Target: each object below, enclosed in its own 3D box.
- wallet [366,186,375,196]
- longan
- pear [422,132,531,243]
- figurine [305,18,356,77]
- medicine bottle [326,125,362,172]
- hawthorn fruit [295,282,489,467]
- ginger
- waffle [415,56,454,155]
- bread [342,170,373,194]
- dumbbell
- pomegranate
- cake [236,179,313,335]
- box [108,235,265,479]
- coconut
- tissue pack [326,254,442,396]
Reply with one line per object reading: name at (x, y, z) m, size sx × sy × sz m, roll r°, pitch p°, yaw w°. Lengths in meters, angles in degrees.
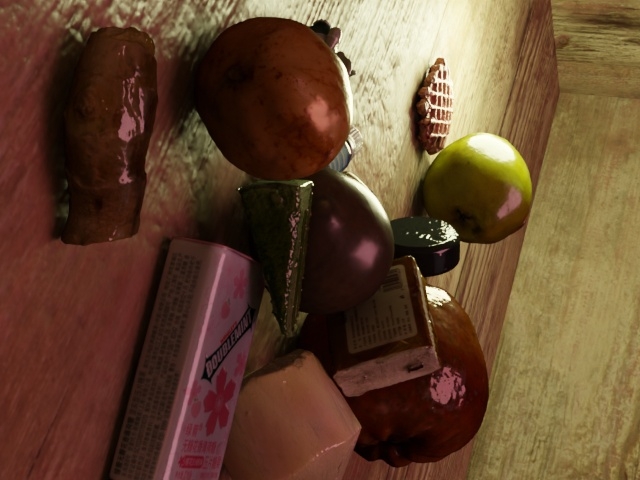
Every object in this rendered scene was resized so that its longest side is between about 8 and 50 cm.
wallet at (0.078, -0.074, 2.035) m, size 0.196 × 0.020 × 0.103 m, roll 24°, pitch 76°, yaw -67°
longan at (0.000, 0.000, 1.580) m, size 0.258 × 0.258 × 0.258 m, roll 9°, pitch 90°, yaw -68°
pear at (0.416, -0.155, 2.484) m, size 0.375 × 0.287 × 0.287 m, roll -70°, pitch 156°, yaw -43°
figurine at (-0.005, -0.294, 1.622) m, size 0.126 × 0.147 × 0.193 m, roll 45°, pitch 35°, yaw -41°
medicine bottle at (0.013, -0.159, 1.765) m, size 0.203 × 0.083 × 0.084 m, roll -47°, pitch 140°, yaw -55°
hawthorn fruit at (0.143, 0.241, 1.875) m, size 0.403 × 0.402 × 0.403 m, roll 9°, pitch 90°, yaw -68°
ginger at (-0.252, -0.122, 1.115) m, size 0.109 × 0.116 × 0.263 m, roll 4°, pitch 103°, yaw -27°
waffle at (0.300, -0.338, 2.426) m, size 0.234 × 0.055 × 0.221 m, roll 75°, pitch 33°, yaw -46°
bread at (0.059, -0.074, 1.919) m, size 0.154 × 0.054 × 0.136 m, roll -13°, pitch 98°, yaw -32°
dumbbell at (0.225, 0.125, 2.229) m, size 0.204 × 0.203 × 0.323 m, roll -42°, pitch 136°, yaw -57°
pomegranate at (-0.065, -0.202, 1.363) m, size 0.248 × 0.248 × 0.248 m, roll 9°, pitch 90°, yaw -68°
cake at (-0.042, 0.021, 1.414) m, size 0.100 × 0.099 × 0.235 m, roll -44°, pitch 121°, yaw -75°
box at (-0.186, 0.195, 1.382) m, size 0.190 × 0.112 × 0.370 m, roll 30°, pitch 70°, yaw -65°
coconut at (-0.055, 0.324, 1.560) m, size 0.244 × 0.239 × 0.239 m, roll 62°, pitch 23°, yaw 6°
tissue pack at (0.102, 0.146, 1.636) m, size 0.226 × 0.183 × 0.092 m, roll -97°, pitch 163°, yaw -46°
